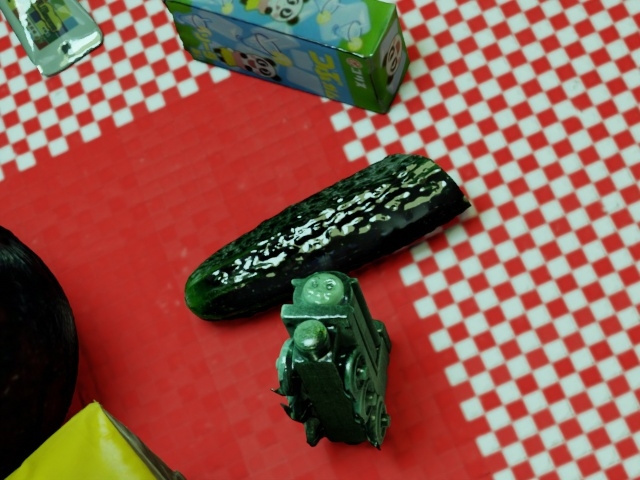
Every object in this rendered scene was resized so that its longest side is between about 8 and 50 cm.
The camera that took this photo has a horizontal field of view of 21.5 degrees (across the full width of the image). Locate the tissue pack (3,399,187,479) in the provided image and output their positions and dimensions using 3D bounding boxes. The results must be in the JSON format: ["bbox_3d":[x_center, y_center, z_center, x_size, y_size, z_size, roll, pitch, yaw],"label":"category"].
[{"bbox_3d":[-0.185,0.349,1.155,0.382,0.228,0.293,-41,63,-8],"label":"tissue pack"}]

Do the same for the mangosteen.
[{"bbox_3d":[-0.343,0.093,1.278,0.300,0.300,0.300,-5,66,11],"label":"mangosteen"}]

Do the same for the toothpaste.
[{"bbox_3d":[-0.290,-0.264,1.518,0.067,0.037,0.255,-34,85,-7],"label":"toothpaste"}]

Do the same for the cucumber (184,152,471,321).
[{"bbox_3d":[0.000,0.000,1.350,0.241,0.074,0.074,-27,64,1],"label":"cucumber"}]

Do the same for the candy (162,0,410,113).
[{"bbox_3d":[-0.028,-0.176,1.420,0.194,0.097,0.062,18,69,19],"label":"candy"}]

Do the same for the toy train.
[{"bbox_3d":[0.012,0.088,1.257,0.071,0.170,0.111,-1,60,13],"label":"toy train"}]
